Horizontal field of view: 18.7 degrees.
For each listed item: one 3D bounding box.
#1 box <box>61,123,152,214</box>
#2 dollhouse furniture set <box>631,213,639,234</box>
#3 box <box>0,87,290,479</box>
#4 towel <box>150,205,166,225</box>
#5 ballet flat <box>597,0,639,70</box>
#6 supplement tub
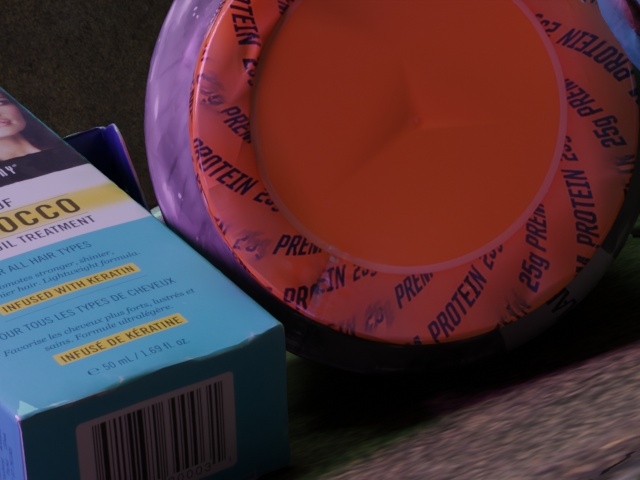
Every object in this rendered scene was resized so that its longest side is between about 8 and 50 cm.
[{"bbox_3d":[-0.100,0.021,0.877,0.036,0.136,0.225,-20,4,-15],"label":"box"},{"bbox_3d":[0.174,-0.110,0.985,0.101,0.182,0.161,-19,4,9],"label":"dollhouse furniture set"},{"bbox_3d":[-0.115,0.017,0.717,0.100,0.060,0.244,-19,34,-28],"label":"box"},{"bbox_3d":[0.018,-0.043,1.474,0.324,0.038,0.248,-21,-12,-10],"label":"towel"},{"bbox_3d":[0.187,-0.064,0.693,0.247,0.083,0.087,5,-15,-23],"label":"ballet flat"},{"bbox_3d":[0.028,-0.049,0.803,0.193,0.194,0.316,-20,5,0],"label":"supplement tub"}]
